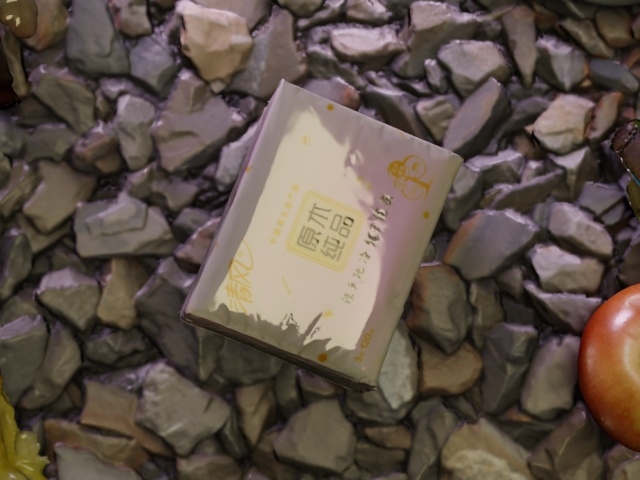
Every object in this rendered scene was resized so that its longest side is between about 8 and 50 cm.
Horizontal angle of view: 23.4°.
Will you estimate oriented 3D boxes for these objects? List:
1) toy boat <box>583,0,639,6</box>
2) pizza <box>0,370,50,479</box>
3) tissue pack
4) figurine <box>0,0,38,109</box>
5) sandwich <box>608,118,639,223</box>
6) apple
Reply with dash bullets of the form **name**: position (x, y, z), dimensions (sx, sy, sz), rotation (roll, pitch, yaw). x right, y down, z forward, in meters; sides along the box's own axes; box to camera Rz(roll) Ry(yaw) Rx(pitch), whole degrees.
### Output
- **toy boat**: position (0.213, -0.297, 1.484), dimensions (0.260, 0.078, 0.085), rotation (24, 58, -6)
- **pizza**: position (-0.322, 0.172, 1.340), dimensions (0.288, 0.075, 0.280), rotation (33, 81, -6)
- **tissue pack**: position (0.000, 0.000, 1.390), dimensions (0.185, 0.124, 0.225), rotation (22, 81, -6)
- **figurine**: position (-0.349, -0.290, 1.311), dimensions (0.218, 0.206, 0.365), rotation (-8, 88, 3)
- **sandwich**: position (0.370, -0.026, 1.470), dimensions (0.235, 0.079, 0.159), rotation (32, 36, -5)
- **apple**: position (0.315, 0.119, 1.436), dimensions (0.163, 0.139, 0.163), rotation (0, 77, 0)
